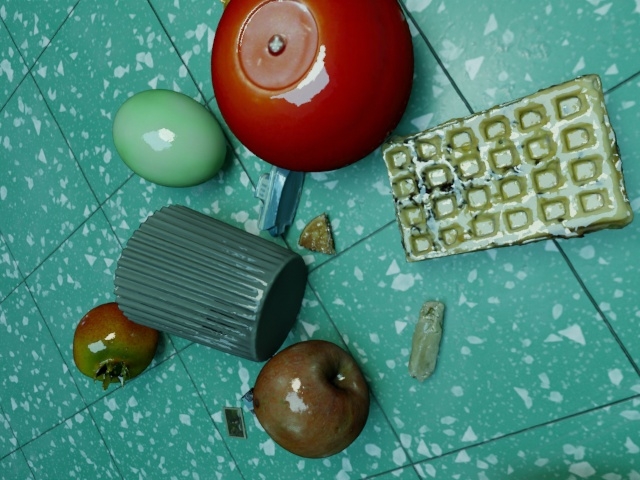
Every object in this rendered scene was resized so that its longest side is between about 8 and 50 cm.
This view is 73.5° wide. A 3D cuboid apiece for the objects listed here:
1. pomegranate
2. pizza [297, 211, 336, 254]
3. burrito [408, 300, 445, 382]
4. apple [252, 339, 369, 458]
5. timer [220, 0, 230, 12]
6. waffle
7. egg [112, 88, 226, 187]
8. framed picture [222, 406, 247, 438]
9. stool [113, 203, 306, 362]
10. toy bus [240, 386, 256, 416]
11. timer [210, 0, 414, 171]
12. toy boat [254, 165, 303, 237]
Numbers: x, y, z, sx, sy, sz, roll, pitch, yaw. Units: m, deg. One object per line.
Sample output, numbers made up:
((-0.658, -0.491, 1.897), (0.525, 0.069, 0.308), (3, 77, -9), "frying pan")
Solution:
((-0.564, 0.293, 1.176), (0.221, 0.256, 0.220), (-8, 122, -13), "pomegranate")
((-0.011, -0.008, 0.994), (0.099, 0.029, 0.100), (-14, 90, 34), "pizza")
((0.222, 0.215, 0.906), (0.058, 0.045, 0.188), (15, 106, 30), "burrito")
((-0.026, 0.345, 0.934), (0.254, 0.254, 0.253), (4, 100, 25), "apple")
((-0.151, -0.478, 0.911), (0.132, 0.152, 0.131), (4, 100, 25), "timer")
((0.313, -0.114, 0.773), (0.377, 0.114, 0.260), (-12, 94, 26), "waffle")
((-0.351, -0.236, 1.005), (0.270, 0.220, 0.220), (22, 107, 19), "egg")
((-0.238, 0.505, 1.188), (0.066, 0.007, 0.089), (-6, 95, 26), "framed picture")
((-0.231, 0.103, 0.975), (0.330, 0.297, 0.297), (18, 105, 17), "stool")
((-0.133, 0.401, 1.093), (0.123, 0.060, 0.074), (-27, 91, 28), "toy bus")
((-0.019, -0.316, 0.797), (0.378, 0.279, 0.377), (2, 97, 20), "timer")
((-0.108, -0.121, 0.985), (0.102, 0.088, 0.215), (24, 108, 24), "toy boat")
